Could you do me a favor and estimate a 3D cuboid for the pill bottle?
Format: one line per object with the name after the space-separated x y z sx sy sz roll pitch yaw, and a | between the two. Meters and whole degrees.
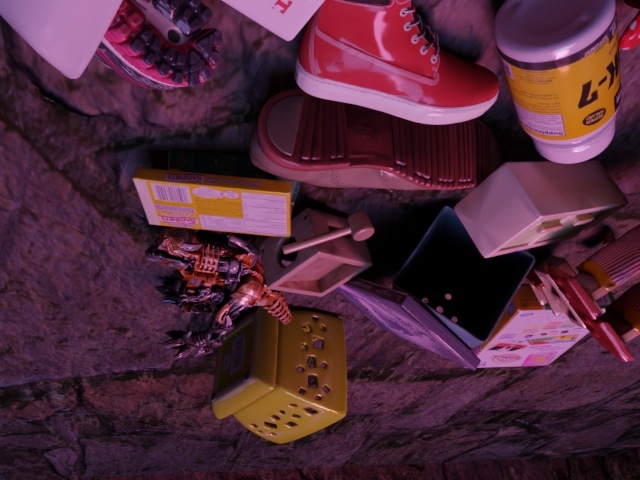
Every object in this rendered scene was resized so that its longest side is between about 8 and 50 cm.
0.281 -0.189 0.637 0.119 0.119 0.208 -21 144 20 | pill bottle

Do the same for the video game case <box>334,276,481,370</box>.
0.124 0.128 0.956 0.196 0.026 0.274 41 168 -25 | video game case

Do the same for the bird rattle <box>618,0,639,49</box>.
0.445 -0.253 0.557 0.253 0.143 0.207 -31 140 33 | bird rattle

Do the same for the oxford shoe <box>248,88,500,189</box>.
0.074 -0.125 0.730 0.348 0.123 0.130 6 170 -20 | oxford shoe

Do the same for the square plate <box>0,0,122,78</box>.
-0.187 -0.314 0.260 0.344 0.049 0.347 49 128 -4 | square plate

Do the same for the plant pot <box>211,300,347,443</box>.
-0.094 0.270 1.154 0.207 0.228 0.227 27 134 -29 | plant pot

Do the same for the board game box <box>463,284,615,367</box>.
0.499 0.211 1.301 0.242 0.064 0.316 1 145 -11 | board game box

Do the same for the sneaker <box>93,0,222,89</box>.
-0.233 -0.237 0.490 0.112 0.121 0.299 4 151 45 | sneaker

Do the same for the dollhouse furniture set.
0.464 0.033 0.905 0.201 0.152 0.374 -36 -176 7 | dollhouse furniture set

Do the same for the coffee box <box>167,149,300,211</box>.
-0.128 -0.074 0.799 0.184 0.040 0.113 3 145 -14 | coffee box

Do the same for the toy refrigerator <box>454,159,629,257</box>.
0.326 -0.048 0.789 0.269 0.094 0.102 -7 152 -40 | toy refrigerator

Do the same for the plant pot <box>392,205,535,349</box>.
0.228 0.091 0.956 0.165 0.165 0.234 33 163 15 | plant pot

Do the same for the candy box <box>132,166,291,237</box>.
-0.142 -0.050 0.751 0.205 0.027 0.105 6 149 0 | candy box

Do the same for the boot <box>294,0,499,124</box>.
0.107 -0.224 0.589 0.244 0.088 0.176 7 142 -13 | boot

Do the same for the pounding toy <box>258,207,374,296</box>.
-0.003 -0.004 0.862 0.181 0.094 0.206 14 141 -43 | pounding toy

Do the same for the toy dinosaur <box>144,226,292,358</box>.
-0.168 0.092 0.953 0.218 0.164 0.322 -41 114 17 | toy dinosaur

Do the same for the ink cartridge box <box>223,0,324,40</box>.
-0.075 -0.312 0.397 0.278 0.117 0.201 21 137 -34 | ink cartridge box
